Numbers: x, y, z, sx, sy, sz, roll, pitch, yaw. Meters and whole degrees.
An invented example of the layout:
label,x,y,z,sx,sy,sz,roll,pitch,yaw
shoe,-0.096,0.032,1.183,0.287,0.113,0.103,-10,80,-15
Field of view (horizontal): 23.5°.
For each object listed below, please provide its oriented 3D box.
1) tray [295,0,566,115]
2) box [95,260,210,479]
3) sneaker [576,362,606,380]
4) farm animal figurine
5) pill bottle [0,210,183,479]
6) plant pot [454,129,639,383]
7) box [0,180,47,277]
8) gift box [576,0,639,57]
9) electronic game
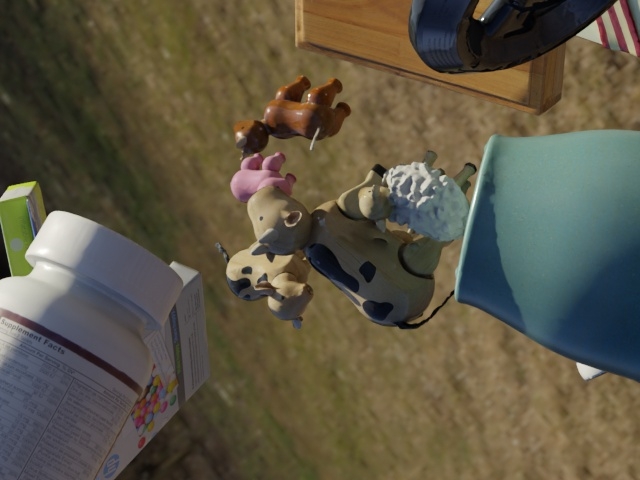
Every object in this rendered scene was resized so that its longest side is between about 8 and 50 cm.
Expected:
label,x,y,z,sx,sy,sz,roll,pitch,yaw
tray,0.148,-0.328,2.175,0.411,0.076,0.203,20,126,30
box,-0.177,0.130,1.488,0.038,0.186,0.145,22,135,25
sneaker,0.396,0.041,2.178,0.130,0.323,0.236,-30,91,36
farm animal figurine,0.000,0.000,1.750,0.326,0.172,0.330,29,143,18
pill bottle,-0.183,0.100,0.986,0.121,0.221,0.121,25,165,7
plant pot,0.279,0.005,1.598,0.255,0.272,0.272,12,143,8
box,-0.348,-0.006,1.832,0.178,0.042,0.109,-125,24,-80
gift box,0.352,-0.370,1.601,0.255,0.276,0.258,21,155,39
electronic game,0.157,-0.195,1.038,0.048,0.229,0.229,54,156,21
